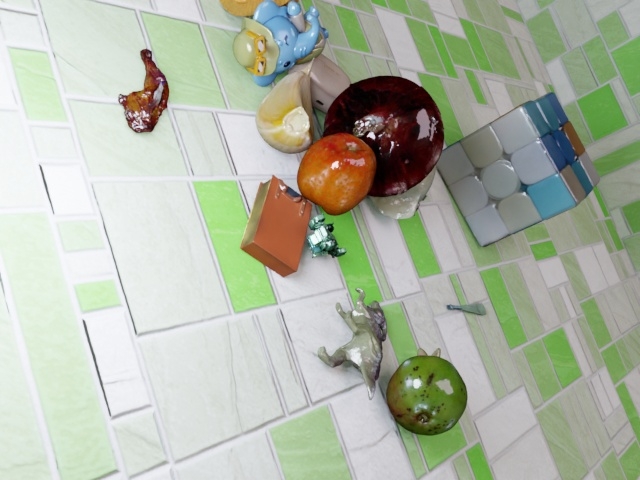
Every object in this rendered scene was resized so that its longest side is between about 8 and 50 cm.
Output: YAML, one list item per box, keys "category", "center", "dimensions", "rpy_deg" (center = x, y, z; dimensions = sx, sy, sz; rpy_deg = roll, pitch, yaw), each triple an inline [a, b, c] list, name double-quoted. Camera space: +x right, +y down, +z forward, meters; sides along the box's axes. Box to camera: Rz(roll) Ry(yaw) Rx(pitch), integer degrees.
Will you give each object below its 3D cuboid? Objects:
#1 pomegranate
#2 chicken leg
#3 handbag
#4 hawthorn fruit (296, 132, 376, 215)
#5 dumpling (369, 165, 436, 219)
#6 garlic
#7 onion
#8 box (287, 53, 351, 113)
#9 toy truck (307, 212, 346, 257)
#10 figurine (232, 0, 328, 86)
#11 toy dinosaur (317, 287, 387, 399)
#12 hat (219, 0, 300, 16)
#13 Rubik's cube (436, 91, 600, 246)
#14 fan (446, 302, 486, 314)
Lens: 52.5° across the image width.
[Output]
- category: "pomegranate"
  center: [0.242, 0.331, 1.472]
  dimensions: [0.181, 0.181, 0.224]
  rpy_deg: [53, 20, -12]
- category: "chicken leg"
  center: [-0.339, -0.291, 1.275]
  dimensions: [0.093, 0.053, 0.205]
  rpy_deg: [25, 46, -19]
- category: "handbag"
  center: [-0.090, -0.034, 1.391]
  dimensions: [0.127, 0.063, 0.190]
  rpy_deg: [35, 49, -30]
- category: "hawthorn fruit"
  center: [0.040, -0.150, 1.452]
  dimensions: [0.189, 0.189, 0.189]
  rpy_deg: [26, 51, -37]
- category: "dumpling"
  center: [0.201, -0.198, 1.749]
  dimensions: [0.227, 0.175, 0.243]
  rpy_deg: [19, 31, -5]
- category: "garlic"
  center: [-0.065, -0.298, 1.492]
  dimensions: [0.145, 0.164, 0.244]
  rpy_deg: [23, 45, -18]
- category: "onion"
  center: [0.151, -0.265, 1.591]
  dimensions: [0.232, 0.314, 0.313]
  rpy_deg: [51, 23, -74]
- category: "box"
  center: [0.001, -0.411, 1.687]
  dimensions: [0.200, 0.088, 0.146]
  rpy_deg: [27, 49, -37]
- category: "toy truck"
  center: [0.000, 0.000, 1.440]
  dimensions: [0.080, 0.078, 0.154]
  rpy_deg: [64, 7, 13]
- category: "figurine"
  center: [-0.088, -0.483, 1.537]
  dimensions: [0.262, 0.180, 0.154]
  rpy_deg: [-37, 81, -23]
- category: "toy dinosaur"
  center: [0.093, 0.212, 1.433]
  dimensions: [0.162, 0.077, 0.294]
  rpy_deg: [47, 40, -19]
- category: "hat"
  center: [-0.098, -0.643, 1.645]
  dimensions: [0.233, 0.234, 0.244]
  rpy_deg: [4, 106, -69]
- category: "Rubik's cube"
  center: [0.631, -0.231, 2.081]
  dimensions: [0.344, 0.347, 0.346]
  rpy_deg: [-30, 92, -53]
- category: "fan"
  center: [0.418, 0.193, 1.858]
  dimensions: [0.193, 0.016, 0.038]
  rpy_deg: [10, 58, -46]
